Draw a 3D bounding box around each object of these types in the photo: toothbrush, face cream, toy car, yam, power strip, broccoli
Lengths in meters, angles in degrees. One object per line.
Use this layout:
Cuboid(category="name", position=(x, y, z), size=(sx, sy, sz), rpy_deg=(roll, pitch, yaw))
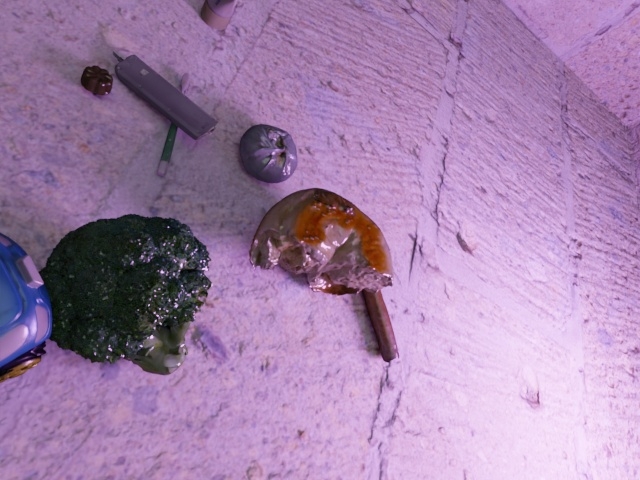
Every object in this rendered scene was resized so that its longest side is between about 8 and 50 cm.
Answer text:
Cuboid(category="toothbrush", position=(-0.299, -0.242, 0.906), size=(0.018, 0.024, 0.256), rpy_deg=(9, 64, -9))
Cuboid(category="face cream", position=(-0.201, -0.583, 0.993), size=(0.070, 0.224, 0.114), rpy_deg=(-9, 76, -36))
Cuboid(category="toy car", position=(-0.464, 0.106, 0.485), size=(0.198, 0.315, 0.166), rpy_deg=(63, 6, 1))
Cuboid(category="yam", position=(0.126, 0.146, 1.011), size=(0.046, 0.046, 0.263), rpy_deg=(-4, 73, -36))
Cuboid(category="power strip", position=(-0.318, -0.293, 0.891), size=(0.253, 0.027, 0.060), rpy_deg=(39, 60, -3))
Cuboid(category="broccoli", position=(-0.277, 0.083, 0.660), size=(0.270, 0.270, 0.269), rpy_deg=(-44, 134, -39))

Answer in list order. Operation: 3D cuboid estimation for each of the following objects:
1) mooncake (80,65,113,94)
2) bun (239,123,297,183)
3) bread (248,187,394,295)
Cuboid(category="mooncake", position=(-0.448, -0.445, 0.880), size=(0.150, 0.057, 0.346), rpy_deg=(-19, 87, -51))
Cuboid(category="bun", position=(-0.108, -0.198, 0.979), size=(0.141, 0.083, 0.140), rpy_deg=(16, 62, -32))
Cuboid(category="bread", position=(-0.003, -0.005, 0.909), size=(0.314, 0.171, 0.191), rpy_deg=(14, 59, -31))
